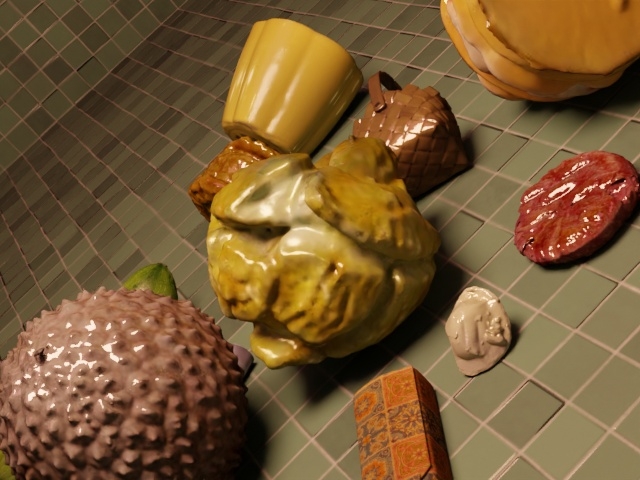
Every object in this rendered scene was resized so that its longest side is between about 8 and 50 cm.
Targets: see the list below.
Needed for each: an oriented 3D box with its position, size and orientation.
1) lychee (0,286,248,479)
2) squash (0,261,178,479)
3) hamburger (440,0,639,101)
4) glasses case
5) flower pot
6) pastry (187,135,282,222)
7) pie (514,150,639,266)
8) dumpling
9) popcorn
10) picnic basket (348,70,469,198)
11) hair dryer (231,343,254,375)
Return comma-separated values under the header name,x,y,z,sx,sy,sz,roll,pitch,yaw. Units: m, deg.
name,x,y,z,sx,sy,sz,roll,pitch,yaw
lychee,-0.224,0.189,1.230,0.300,0.300,0.300,-32,28,19
squash,-0.322,0.198,1.524,0.395,0.107,0.107,-50,27,-13
hamburger,0.264,-0.291,1.322,0.276,0.276,0.237,-46,5,-10
glasses case,0.076,0.208,1.034,0.075,0.049,0.218,-34,27,16
flower pot,-0.057,-0.220,1.738,0.195,0.195,0.179,5,63,56
pastry,-0.082,-0.050,1.502,0.103,0.189,0.188,-53,28,-16
pie,0.265,-0.035,1.167,0.154,0.036,0.154,-32,29,20
dumpling,0.155,0.089,1.105,0.057,0.052,0.076,-18,35,47
popcorn,-0.001,0.002,1.262,0.276,0.276,0.225,-99,26,-60
picnic basket,0.105,-0.144,1.444,0.137,0.128,0.178,-30,45,17
hair dryer,-0.134,0.169,1.404,0.114,0.037,0.063,-17,35,54
